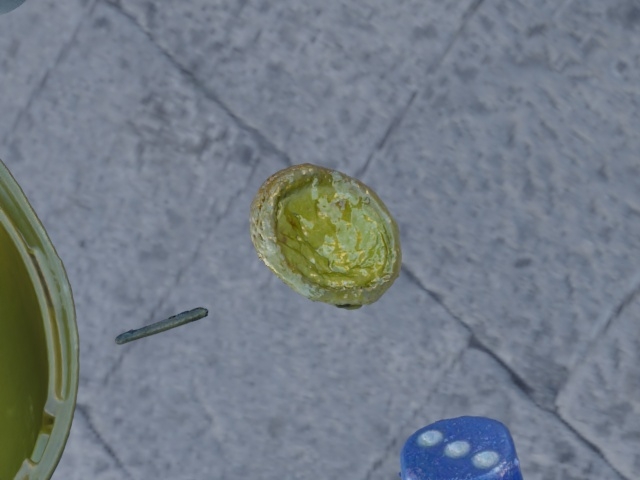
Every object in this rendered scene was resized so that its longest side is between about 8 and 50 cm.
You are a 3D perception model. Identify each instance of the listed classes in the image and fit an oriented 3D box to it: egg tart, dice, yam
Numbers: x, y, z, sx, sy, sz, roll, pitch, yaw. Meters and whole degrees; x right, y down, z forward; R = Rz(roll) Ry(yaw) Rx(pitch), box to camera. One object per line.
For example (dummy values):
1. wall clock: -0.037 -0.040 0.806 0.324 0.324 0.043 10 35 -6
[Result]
1. egg tart: 0.000 0.000 1.682 0.074 0.191 0.191 -41 52 52
2. dice: 0.174 0.305 1.782 0.146 0.143 0.146 -12 29 3
3. yam: -0.174 0.093 1.623 0.107 0.014 0.014 -18 57 -16

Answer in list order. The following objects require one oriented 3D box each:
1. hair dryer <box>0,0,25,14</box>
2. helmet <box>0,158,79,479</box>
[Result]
1. hair dryer: -0.231 -0.342 1.265 0.107 0.173 0.357 46 102 6
2. helmet: -0.215 0.059 0.643 0.140 0.205 0.257 110 141 -58
